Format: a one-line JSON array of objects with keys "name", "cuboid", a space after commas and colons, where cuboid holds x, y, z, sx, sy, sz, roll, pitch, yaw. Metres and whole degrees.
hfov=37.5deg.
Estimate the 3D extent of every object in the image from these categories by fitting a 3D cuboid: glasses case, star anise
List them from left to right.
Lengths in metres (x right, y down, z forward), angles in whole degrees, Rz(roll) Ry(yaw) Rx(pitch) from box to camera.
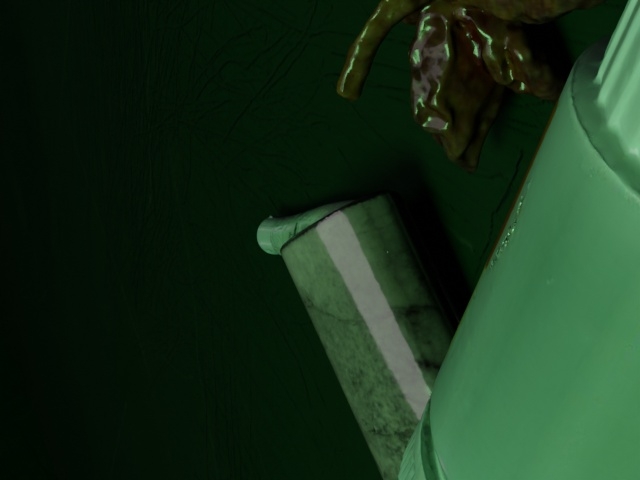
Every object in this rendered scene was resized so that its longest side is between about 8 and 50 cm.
[{"name": "glasses case", "cuboid": [0.068, 0.119, 0.648, 0.114, 0.060, 0.299, -31, 80, 44]}, {"name": "star anise", "cuboid": [0.080, -0.152, 0.511, 0.196, 0.111, 0.212, -17, 81, 56]}]

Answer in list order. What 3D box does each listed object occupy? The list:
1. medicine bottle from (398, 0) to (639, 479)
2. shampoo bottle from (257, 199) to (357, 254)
[{"name": "medicine bottle", "cuboid": [0.145, 0.037, 0.404, 0.158, 0.158, 0.318, 56, 147, 35]}, {"name": "shampoo bottle", "cuboid": [0.000, 0.000, 0.789, 0.190, 0.041, 0.069, 4, 109, 62]}]
